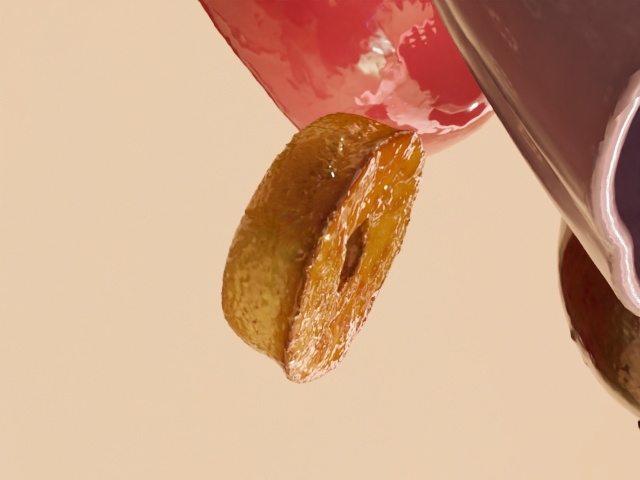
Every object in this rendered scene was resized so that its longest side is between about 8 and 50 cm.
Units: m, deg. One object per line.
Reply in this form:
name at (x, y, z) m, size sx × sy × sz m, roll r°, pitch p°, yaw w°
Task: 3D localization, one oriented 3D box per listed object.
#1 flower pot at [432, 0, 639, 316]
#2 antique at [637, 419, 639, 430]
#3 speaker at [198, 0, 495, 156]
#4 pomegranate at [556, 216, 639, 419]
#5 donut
flower pot at (0.139, -0.148, 0.688) m, size 0.265 × 0.265 × 0.243 m, roll -44°, pitch -122°, yaw 17°
antique at (0.323, 0.208, 1.474) m, size 0.093 × 0.087 × 0.310 m, roll -40°, pitch -119°, yaw 49°
speaker at (0.021, -0.188, 1.293) m, size 0.294 × 0.294 × 0.294 m, roll -19°, pitch -121°, yaw 34°
pomegranate at (0.306, 0.016, 1.192) m, size 0.291 × 0.323 × 0.290 m, roll -40°, pitch -151°, yaw 27°
donut at (0.000, 0.000, 1.059) m, size 0.058 × 0.152 × 0.152 m, roll 27°, pitch -91°, yaw 18°
